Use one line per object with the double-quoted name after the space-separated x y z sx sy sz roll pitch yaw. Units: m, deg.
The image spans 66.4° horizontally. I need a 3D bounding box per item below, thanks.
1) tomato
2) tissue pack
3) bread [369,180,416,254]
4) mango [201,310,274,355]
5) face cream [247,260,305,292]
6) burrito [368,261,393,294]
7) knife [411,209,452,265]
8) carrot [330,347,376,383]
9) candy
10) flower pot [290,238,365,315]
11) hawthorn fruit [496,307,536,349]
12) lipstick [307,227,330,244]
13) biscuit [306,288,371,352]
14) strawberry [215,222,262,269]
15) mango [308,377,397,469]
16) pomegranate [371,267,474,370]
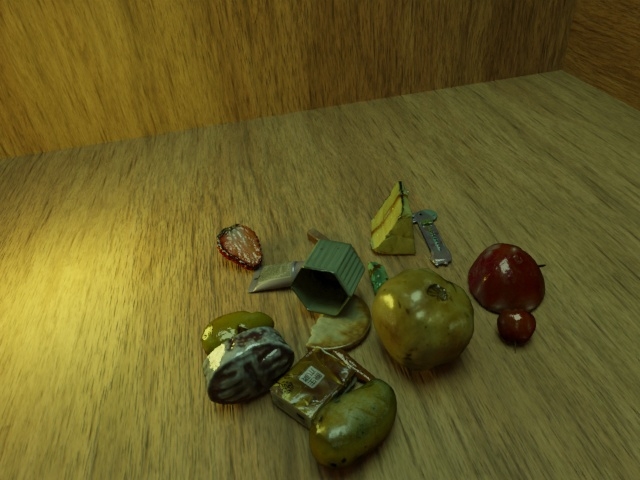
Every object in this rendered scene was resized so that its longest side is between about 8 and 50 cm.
0.690 0.115 1.820 0.309 0.170 0.309 -4 36 3 "tomato"
-0.020 0.457 1.540 0.183 0.092 0.226 25 49 33 "tissue pack"
0.304 -0.103 2.099 0.198 0.236 0.263 -2 38 4 "bread"
-0.288 0.326 1.716 0.262 0.130 0.167 -26 44 -31 "mango"
-0.157 0.142 1.980 0.274 0.096 0.154 -9 38 18 "face cream"
0.257 0.177 1.899 0.104 0.054 0.288 -6 36 -4 "burrito"
0.489 -0.025 2.137 0.132 0.038 0.398 -9 38 0 "knife"
0.131 0.429 1.588 0.224 0.057 0.057 30 50 31 "carrot"
-0.230 0.392 1.547 0.289 0.214 0.157 -26 36 -12 "candy"
0.029 0.133 1.792 0.209 0.239 0.189 32 41 0 "flower pot"
0.657 0.287 1.644 0.125 0.125 0.140 9 38 19 "hawthorn fruit"
0.000 0.000 2.164 0.045 0.045 0.145 -30 44 -26 "lipstick"
0.080 0.297 1.770 0.205 0.040 0.309 7 38 17 "biscuit"
-0.349 0.049 2.115 0.190 0.111 0.236 -22 63 -36 "strawberry"
0.105 0.520 1.397 0.329 0.175 0.176 -13 66 -42 "mango"
0.324 0.255 1.583 0.333 0.332 0.332 -4 38 3 "pomegranate"
